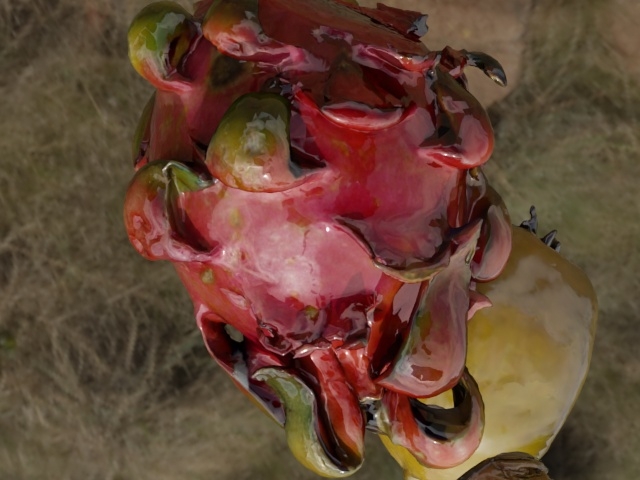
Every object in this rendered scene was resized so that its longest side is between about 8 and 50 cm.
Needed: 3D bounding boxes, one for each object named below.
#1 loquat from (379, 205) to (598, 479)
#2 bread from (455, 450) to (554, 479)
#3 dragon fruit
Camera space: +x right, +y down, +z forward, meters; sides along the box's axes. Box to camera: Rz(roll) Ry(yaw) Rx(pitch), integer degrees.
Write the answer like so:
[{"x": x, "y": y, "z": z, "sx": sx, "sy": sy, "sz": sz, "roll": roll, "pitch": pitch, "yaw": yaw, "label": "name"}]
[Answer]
[{"x": 0.121, "y": 0.082, "z": 0.996, "sx": 0.176, "sy": 0.187, "sz": 0.234, "roll": 22, "pitch": 88, "yaw": -14, "label": "loquat"}, {"x": 0.103, "y": 0.179, "z": 0.665, "sx": 0.126, "sy": 0.129, "sz": 0.044, "roll": -42, "pitch": 168, "yaw": -18, "label": "bread"}, {"x": 0.007, "y": -0.012, "z": 0.779, "sx": 0.227, "sy": 0.307, "sz": 0.243, "roll": -26, "pitch": 154, "yaw": -44, "label": "dragon fruit"}]
